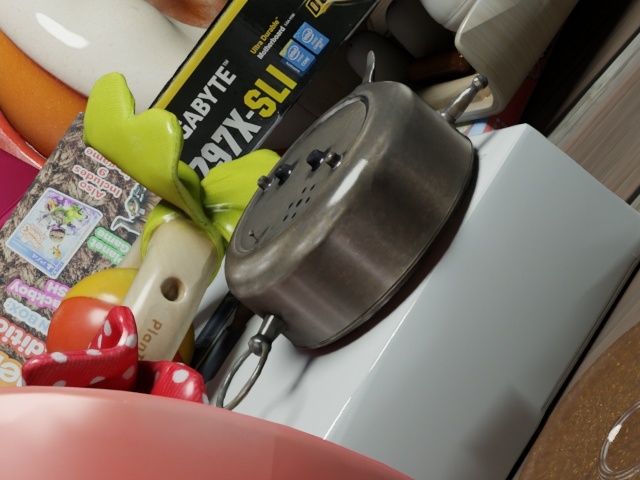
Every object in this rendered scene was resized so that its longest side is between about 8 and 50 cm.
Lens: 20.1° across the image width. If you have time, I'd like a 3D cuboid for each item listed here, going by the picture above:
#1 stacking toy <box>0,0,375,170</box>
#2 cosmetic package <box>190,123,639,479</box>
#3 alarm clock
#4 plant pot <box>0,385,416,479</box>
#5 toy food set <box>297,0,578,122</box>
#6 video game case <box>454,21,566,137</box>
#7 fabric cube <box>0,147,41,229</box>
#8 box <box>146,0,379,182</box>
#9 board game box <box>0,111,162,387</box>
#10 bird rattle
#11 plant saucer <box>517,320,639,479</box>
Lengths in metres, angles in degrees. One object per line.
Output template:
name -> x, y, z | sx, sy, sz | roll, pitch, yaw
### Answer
stacking toy -> -0.193, -0.054, 1.541 | 0.480, 0.350, 0.350 | -60, 8, 35
cosmetic package -> -0.016, 0.092, 0.977 | 0.284, 0.097, 0.377 | -59, 17, -15
alarm clock -> 0.000, 0.000, 0.852 | 0.192, 0.064, 0.129 | -60, 19, -20
plant pot -> -0.070, 0.219, 0.568 | 0.275, 0.275, 0.243 | -36, 32, 45
toy food set -> 0.097, -0.186, 1.180 | 0.220, 0.092, 0.306 | -55, 16, -12
video game case -> 0.099, -0.116, 1.241 | 0.204, 0.025, 0.285 | -31, 26, 52
fabric cube -> -0.383, 0.022, 1.287 | 0.254, 0.258, 0.259 | -61, 2, 17
box -> 0.014, -0.208, 1.239 | 0.257, 0.079, 0.322 | -46, 11, 39
board game box -> -0.198, 0.099, 1.290 | 0.291, 0.141, 0.232 | -62, 3, -33
bird rattle -> -0.092, 0.054, 0.960 | 0.207, 0.143, 0.253 | 132, 155, -60
plant saucer -> 0.130, 0.083, 0.683 | 0.198, 0.036, 0.198 | -46, 16, 17
